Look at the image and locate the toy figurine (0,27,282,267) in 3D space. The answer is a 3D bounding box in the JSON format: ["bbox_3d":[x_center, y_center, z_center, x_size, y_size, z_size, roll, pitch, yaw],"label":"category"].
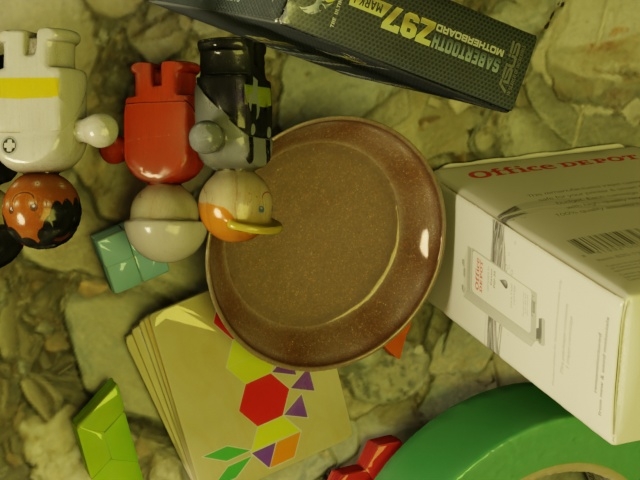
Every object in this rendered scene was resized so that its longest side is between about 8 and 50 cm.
[{"bbox_3d":[-0.142,-0.054,1.136,0.213,0.209,0.148,0,89,-27],"label":"toy figurine"}]

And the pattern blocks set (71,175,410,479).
[{"bbox_3d":[-0.056,0.110,1.339,0.285,0.026,0.325,-14,112,-22],"label":"pattern blocks set"}]

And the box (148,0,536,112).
[{"bbox_3d":[0.008,-0.152,1.167,0.183,0.232,0.059,18,92,-29],"label":"box"}]

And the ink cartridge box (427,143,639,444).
[{"bbox_3d":[0.232,0.029,1.306,0.207,0.283,0.117,-8,113,-23],"label":"ink cartridge box"}]

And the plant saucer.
[{"bbox_3d":[0.000,0.000,1.295,0.198,0.036,0.199,-8,109,-24],"label":"plant saucer"}]

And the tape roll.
[{"bbox_3d":[0.165,0.281,1.454,0.321,0.077,0.321,-12,115,-28],"label":"tape roll"}]
